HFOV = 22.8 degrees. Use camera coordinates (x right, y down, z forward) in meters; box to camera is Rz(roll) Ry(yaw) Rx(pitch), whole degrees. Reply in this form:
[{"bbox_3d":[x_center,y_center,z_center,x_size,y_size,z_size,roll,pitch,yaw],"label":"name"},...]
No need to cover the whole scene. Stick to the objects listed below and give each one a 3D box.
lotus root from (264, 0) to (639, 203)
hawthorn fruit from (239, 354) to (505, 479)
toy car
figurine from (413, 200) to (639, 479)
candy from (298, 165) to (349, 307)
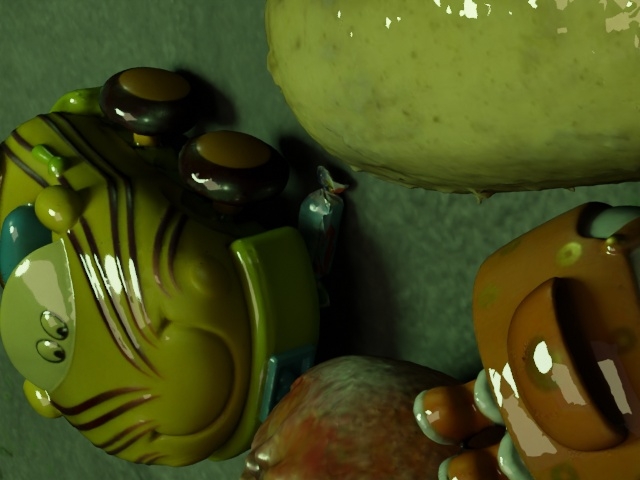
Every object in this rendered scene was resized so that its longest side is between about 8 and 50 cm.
[{"bbox_3d":[0.119,-0.093,0.574,0.343,0.169,0.151,-1,108,47],"label":"lotus root"},{"bbox_3d":[0.040,0.142,0.767,0.173,0.173,0.172,21,121,40],"label":"hawthorn fruit"},{"bbox_3d":[-0.117,0.021,0.886,0.248,0.142,0.200,37,131,41],"label":"toy car"},{"bbox_3d":[0.161,0.034,0.629,0.271,0.143,0.143,-26,86,14],"label":"figurine"},{"bbox_3d":[0.000,0.000,0.852,0.030,0.020,0.083,35,127,32],"label":"candy"}]
